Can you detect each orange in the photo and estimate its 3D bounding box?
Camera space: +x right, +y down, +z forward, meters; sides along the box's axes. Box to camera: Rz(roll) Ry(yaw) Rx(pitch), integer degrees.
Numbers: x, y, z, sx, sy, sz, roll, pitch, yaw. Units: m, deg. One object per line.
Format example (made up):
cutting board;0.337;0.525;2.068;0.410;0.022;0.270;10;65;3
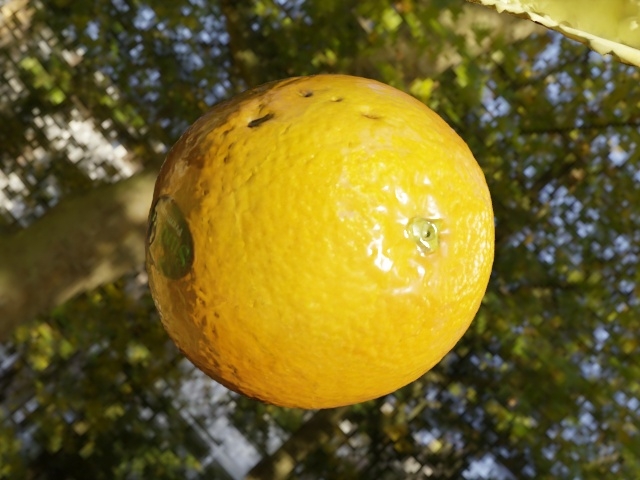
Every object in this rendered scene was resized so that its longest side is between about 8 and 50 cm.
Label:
orange;0.000;0.000;0.738;0.206;0.206;0.206;40;-22;20

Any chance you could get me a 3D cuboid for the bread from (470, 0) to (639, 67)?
bread;0.178;-0.188;0.573;0.168;0.264;0.163;30;-53;34
